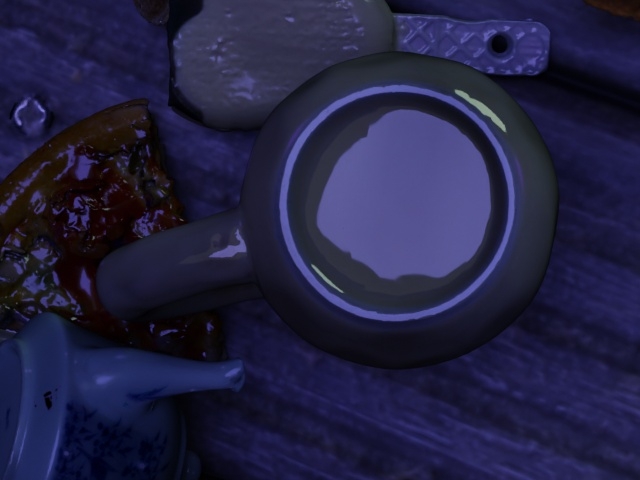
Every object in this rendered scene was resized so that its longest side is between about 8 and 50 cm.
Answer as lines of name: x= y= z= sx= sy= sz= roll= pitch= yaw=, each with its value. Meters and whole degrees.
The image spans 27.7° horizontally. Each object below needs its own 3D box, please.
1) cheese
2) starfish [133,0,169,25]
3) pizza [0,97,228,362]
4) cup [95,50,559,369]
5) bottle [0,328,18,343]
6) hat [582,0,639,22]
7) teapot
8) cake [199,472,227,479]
cheese: x=0.024 y=-0.130 z=0.855 sx=0.252 sy=0.054 sz=0.127 roll=3 pitch=111 yaw=3
starfish: x=-0.071 y=-0.218 z=0.888 sx=0.210 sy=0.053 sz=0.150 roll=8 pitch=84 yaw=15
pizza: x=-0.133 y=0.010 z=0.872 sx=0.193 sy=0.053 sz=0.201 roll=32 pitch=78 yaw=0
cup: x=0.005 y=-0.019 z=0.764 sx=0.255 sy=0.202 sz=0.173 roll=9 pitch=87 yaw=5
bottle: x=-0.214 y=0.063 z=0.909 sx=0.101 sy=0.047 sz=0.063 roll=15 pitch=101 yaw=9
hat: x=0.261 y=-0.283 z=0.783 sx=0.234 sy=0.244 sz=0.233 roll=23 pitch=53 yaw=-24
teapot: x=-0.144 y=0.137 z=0.825 sx=0.159 sy=0.159 sz=0.232 roll=48 pitch=127 yaw=11
cake: x=0.007 y=0.260 z=0.844 sx=0.284 sy=0.172 sz=0.158 roll=16 pitch=84 yaw=47
